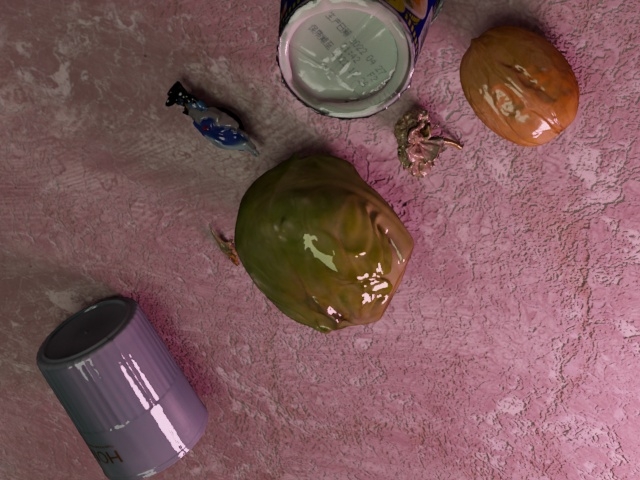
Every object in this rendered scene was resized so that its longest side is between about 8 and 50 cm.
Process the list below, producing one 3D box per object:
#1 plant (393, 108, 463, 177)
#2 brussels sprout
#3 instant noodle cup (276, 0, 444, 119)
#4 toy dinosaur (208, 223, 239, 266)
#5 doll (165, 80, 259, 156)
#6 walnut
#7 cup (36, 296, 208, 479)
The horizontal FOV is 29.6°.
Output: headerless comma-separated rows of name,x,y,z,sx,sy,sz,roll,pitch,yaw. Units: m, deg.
plant,0.183,-0.164,2.034,0.121,0.105,0.116,-3,151,-4
brussels sprout,0.000,0.000,2.144,0.328,0.247,0.328,24,148,17
instant noodle cup,0.051,-0.333,1.775,0.284,0.312,0.284,4,126,5
toy dinosaur,-0.182,0.011,2.366,0.041,0.026,0.113,4,138,42
doll,-0.188,-0.212,2.172,0.195,0.070,0.096,35,162,-3
walnut,0.308,-0.241,1.877,0.206,0.159,0.159,41,131,-12
cup,-0.426,0.293,2.584,0.256,0.331,0.311,-27,115,0
